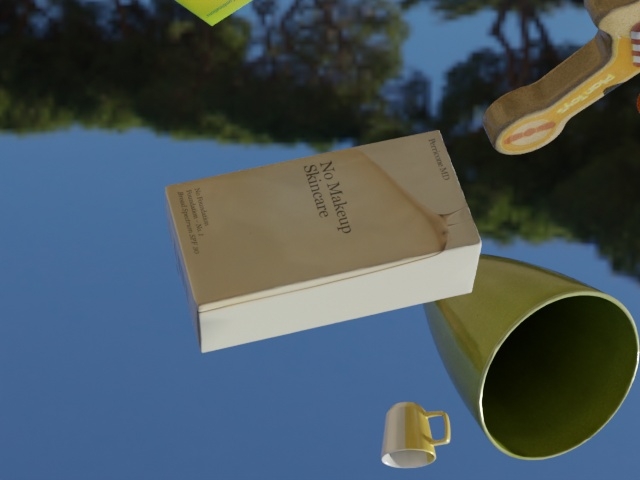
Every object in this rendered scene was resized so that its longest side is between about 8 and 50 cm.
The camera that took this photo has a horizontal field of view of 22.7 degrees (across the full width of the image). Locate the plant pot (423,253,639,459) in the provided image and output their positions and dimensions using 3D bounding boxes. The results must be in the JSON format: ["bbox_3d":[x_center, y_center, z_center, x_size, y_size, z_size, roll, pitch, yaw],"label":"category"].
[{"bbox_3d":[0.283,0.137,2.406,0.274,0.275,0.293,-10,-151,-23],"label":"plant pot"}]

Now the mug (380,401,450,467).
[{"bbox_3d":[0.107,0.221,1.831,0.078,0.062,0.064,1,-119,-3],"label":"mug"}]

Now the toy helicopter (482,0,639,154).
[{"bbox_3d":[0.315,-0.191,1.578,0.235,0.355,0.140,13,-131,-49],"label":"toy helicopter"}]

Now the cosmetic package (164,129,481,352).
[{"bbox_3d":[0.000,0.000,1.720,0.309,0.113,0.160,-14,-120,-10],"label":"cosmetic package"}]

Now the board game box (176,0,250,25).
[{"bbox_3d":[-0.116,-0.243,1.207,0.092,0.181,0.043,-26,-135,38],"label":"board game box"}]
